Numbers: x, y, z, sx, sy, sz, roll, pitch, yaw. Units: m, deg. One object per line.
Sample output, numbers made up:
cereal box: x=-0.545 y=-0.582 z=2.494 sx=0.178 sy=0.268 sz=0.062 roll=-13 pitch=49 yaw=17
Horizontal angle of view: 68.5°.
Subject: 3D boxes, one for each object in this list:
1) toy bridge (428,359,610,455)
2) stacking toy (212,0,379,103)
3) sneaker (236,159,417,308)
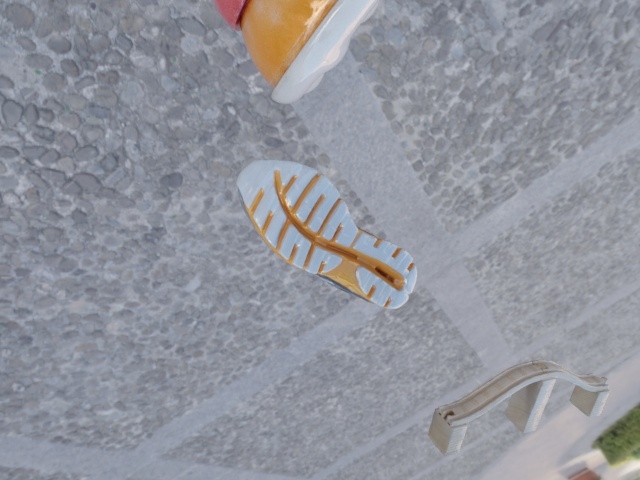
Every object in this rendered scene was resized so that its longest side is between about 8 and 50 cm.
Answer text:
toy bridge: x=0.183 y=0.135 z=0.407 sx=0.188 sy=0.026 sz=0.063 roll=-3 pitch=114 yaw=-23
stacking toy: x=-0.120 y=-0.489 z=0.740 sx=0.480 sy=0.350 sz=0.350 roll=37 pitch=113 yaw=-13
sneaker: x=0.000 y=0.000 z=0.469 sx=0.215 sy=0.083 sz=0.084 roll=40 pitch=77 yaw=-27
